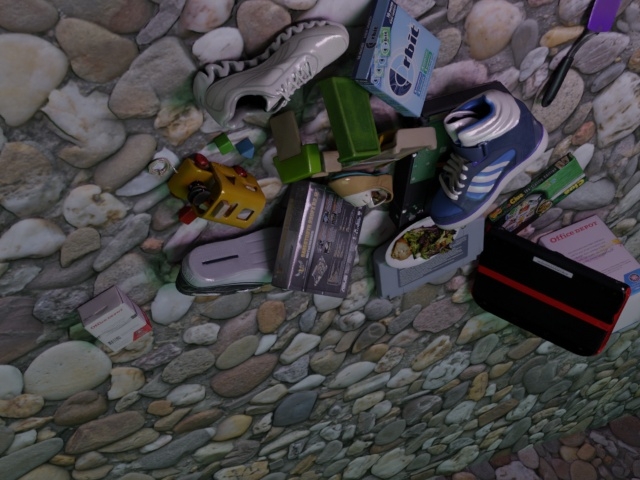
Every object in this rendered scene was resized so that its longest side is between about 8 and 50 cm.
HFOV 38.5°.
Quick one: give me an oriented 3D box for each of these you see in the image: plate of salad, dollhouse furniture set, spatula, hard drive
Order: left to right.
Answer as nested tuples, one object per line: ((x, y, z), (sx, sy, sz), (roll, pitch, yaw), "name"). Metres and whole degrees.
((0.065, -0.219, 1.801), (0.198, 0.151, 0.301), (-17, 176, 41), "dollhouse furniture set")
((0.245, 0.009, 2.151), (0.200, 0.048, 0.200), (-21, 148, -14), "plate of salad")
((0.280, -0.182, 2.029), (0.237, 0.064, 0.339), (-18, 144, -18), "hard drive")
((0.558, -0.411, 1.983), (0.084, 0.030, 0.296), (-4, 136, -37), "spatula")

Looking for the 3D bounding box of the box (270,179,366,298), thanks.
((0.000, 0.000, 1.946), (0.183, 0.056, 0.231), (11, 90, -44), "box")

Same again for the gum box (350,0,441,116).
((0.142, -0.334, 1.689), (0.184, 0.041, 0.157), (24, 80, -49), "gum box")

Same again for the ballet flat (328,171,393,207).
((0.095, -0.104, 1.910), (0.080, 0.073, 0.232), (-15, 178, 31), "ballet flat")

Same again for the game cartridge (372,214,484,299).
((0.270, 0.028, 2.287), (0.297, 0.062, 0.198), (-24, 140, -10), "game cartridge")

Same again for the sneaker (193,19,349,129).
((-0.071, -0.284, 1.602), (0.292, 0.118, 0.110), (-28, 143, -7), "sneaker")

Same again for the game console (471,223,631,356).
((0.586, 0.135, 2.395), (0.060, 0.387, 0.342), (-52, 158, -33), "game console")

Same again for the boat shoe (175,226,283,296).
((-0.159, 0.049, 1.965), (0.335, 0.121, 0.119), (-4, 159, -34), "boat shoe")

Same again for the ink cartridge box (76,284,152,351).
((-0.433, 0.166, 1.933), (0.099, 0.056, 0.135), (-31, 145, 0), "ink cartridge box")

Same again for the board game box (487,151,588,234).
((0.559, -0.110, 2.354), (0.260, 0.030, 0.136), (-38, 142, 10), "board game box")

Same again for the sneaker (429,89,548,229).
((0.293, -0.178, 1.901), (0.236, 0.130, 0.323), (27, 121, -39), "sneaker")

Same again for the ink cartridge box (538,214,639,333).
((0.746, 0.109, 2.547), (0.198, 0.270, 0.197), (-21, 145, -14), "ink cartridge box")

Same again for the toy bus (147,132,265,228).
((-0.202, -0.088, 1.753), (0.202, 0.104, 0.191), (-23, 144, -12), "toy bus")
